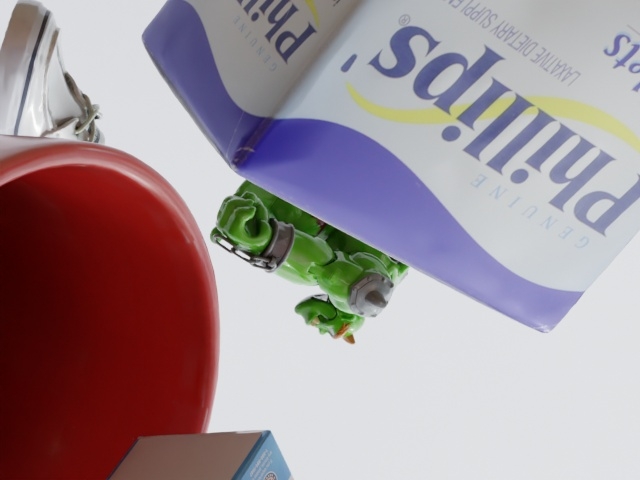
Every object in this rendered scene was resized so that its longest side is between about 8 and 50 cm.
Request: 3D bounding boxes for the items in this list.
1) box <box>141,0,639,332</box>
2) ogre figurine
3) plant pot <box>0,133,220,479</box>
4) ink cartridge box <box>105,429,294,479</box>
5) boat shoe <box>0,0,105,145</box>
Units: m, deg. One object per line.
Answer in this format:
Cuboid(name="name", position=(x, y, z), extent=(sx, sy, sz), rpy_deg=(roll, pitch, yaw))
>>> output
Cuboid(name="box", position=(0.048, -0.062, 0.482), extent=(0.137, 0.126, 0.072), rpy_deg=(-51, -139, 14))
Cuboid(name="ogre figurine", position=(0.000, 0.000, 1.189), extent=(0.118, 0.197, 0.097), rpy_deg=(34, -98, 3))
Cuboid(name="plant pot", position=(-0.229, 0.060, 0.978), extent=(0.243, 0.275, 0.275), rpy_deg=(16, -122, 34))
Cuboid(name="ink cartridge box", position=(-0.051, 0.181, 0.957), extent=(0.090, 0.143, 0.092), rpy_deg=(-8, -151, 32))
Cuboid(name="boat shoe", position=(-0.185, -0.082, 1.300), extent=(0.076, 0.226, 0.083), rpy_deg=(14, -122, -2))
